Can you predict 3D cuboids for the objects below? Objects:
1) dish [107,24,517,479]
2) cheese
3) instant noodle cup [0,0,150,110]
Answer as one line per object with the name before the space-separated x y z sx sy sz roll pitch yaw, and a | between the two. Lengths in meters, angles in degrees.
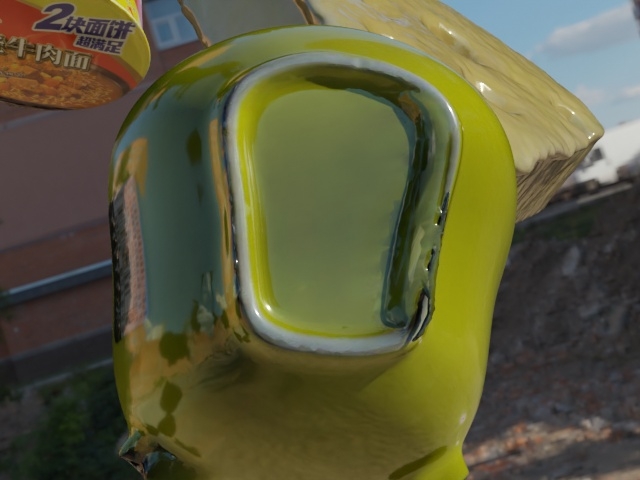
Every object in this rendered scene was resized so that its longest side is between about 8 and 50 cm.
dish | 0.000 0.000 0.523 0.221 0.262 0.108 6 -17 -5
cheese | 0.057 -0.105 0.795 0.104 0.384 0.384 -54 -17 23
instant noodle cup | -0.265 -0.254 1.049 0.213 0.174 0.213 0 -28 0
